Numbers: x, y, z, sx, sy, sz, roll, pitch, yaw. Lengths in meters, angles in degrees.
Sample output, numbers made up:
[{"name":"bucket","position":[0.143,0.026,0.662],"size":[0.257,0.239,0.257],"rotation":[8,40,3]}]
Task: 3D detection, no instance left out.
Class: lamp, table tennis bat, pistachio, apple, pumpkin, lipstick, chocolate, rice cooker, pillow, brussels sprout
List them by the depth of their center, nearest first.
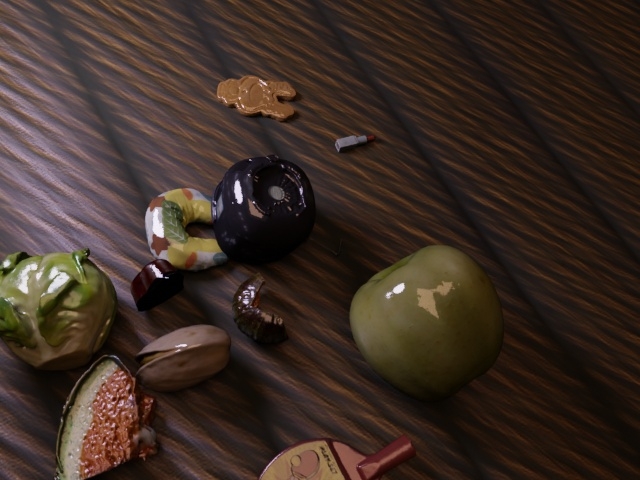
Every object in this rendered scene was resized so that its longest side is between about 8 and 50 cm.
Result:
[{"name":"brussels sprout","position":[-0.602,0.144,1.301],"size":[0.259,0.227,0.294],"rotation":[-21,78,-3]},{"name":"table tennis bat","position":[0.035,0.568,1.313],"size":[0.415,0.051,0.268],"rotation":[-25,72,-17]},{"name":"pistachio","position":[-0.318,0.271,1.338],"size":[0.238,0.153,0.137],"rotation":[-21,58,10]},{"name":"apple","position":[0.257,0.190,1.365],"size":[0.357,0.357,0.357],"rotation":[4,65,-8]},{"name":"chocolate","position":[-0.395,0.095,1.413],"size":[0.080,0.148,0.125],"rotation":[51,30,14]},{"name":"pumpkin","position":[-0.159,0.180,1.417],"size":[0.108,0.119,0.183],"rotation":[-21,65,-20]},{"name":"rice cooker","position":[-0.145,-0.081,1.462],"size":[0.267,0.224,0.267],"rotation":[11,60,-19]},{"name":"pillow","position":[-0.347,-0.031,1.507],"size":[0.214,0.086,0.233],"rotation":[2,62,-21]},{"name":"lamp","position":[-0.001,0.000,1.575],"size":[0.121,0.041,0.054],"rotation":[16,72,1]},{"name":"lipstick","position":[0.110,-0.298,1.731],"size":[0.129,0.030,0.030],"rotation":[-17,69,-17]}]

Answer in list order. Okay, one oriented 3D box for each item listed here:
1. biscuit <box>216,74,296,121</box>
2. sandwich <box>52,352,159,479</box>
[{"name":"biscuit","position":[-0.193,-0.435,1.743],"size":[0.236,0.040,0.144],"rotation":[9,59,-8]},{"name":"sandwich","position":[-0.467,0.398,1.272],"size":[0.212,0.109,0.292],"rotation":[0,68,-17]}]
